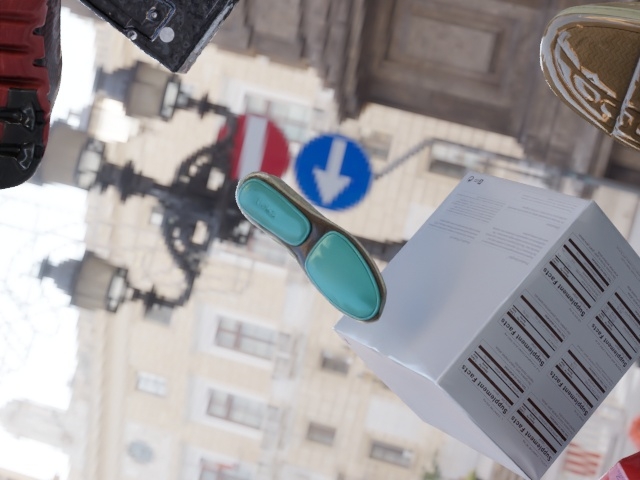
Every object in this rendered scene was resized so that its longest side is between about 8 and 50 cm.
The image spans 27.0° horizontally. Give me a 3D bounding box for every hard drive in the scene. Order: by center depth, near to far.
[{"bbox_3d":[-0.225,-0.384,1.534,0.237,0.339,0.064,-54,-4,9],"label":"hard drive"}]

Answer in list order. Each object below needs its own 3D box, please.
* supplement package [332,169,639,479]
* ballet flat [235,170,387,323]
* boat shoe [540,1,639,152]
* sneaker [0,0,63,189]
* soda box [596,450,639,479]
[{"bbox_3d":[0.160,0.070,1.183,0.203,0.149,0.194,-48,26,-10],"label":"supplement package"},{"bbox_3d":[0.000,0.000,1.119,0.057,0.168,0.052,-48,-12,19],"label":"ballet flat"},{"bbox_3d":[0.286,-0.102,0.860,0.105,0.285,0.089,93,-160,-46],"label":"boat shoe"},{"bbox_3d":[-0.252,-0.184,1.059,0.135,0.097,0.276,-119,36,-73],"label":"sneaker"},{"bbox_3d":[0.313,0.285,1.033,0.263,0.083,0.092,63,160,21],"label":"soda box"}]
